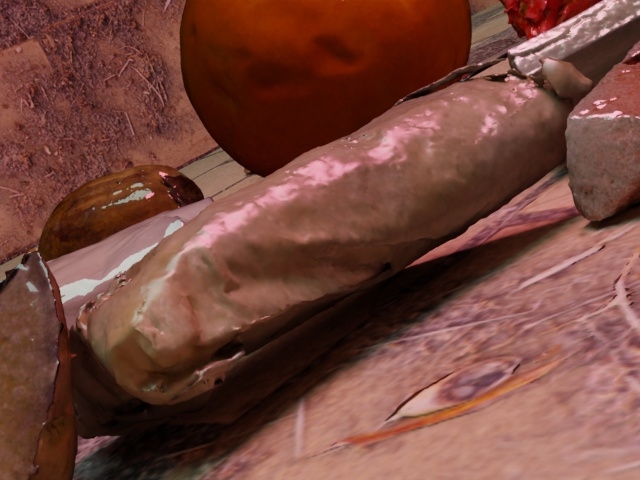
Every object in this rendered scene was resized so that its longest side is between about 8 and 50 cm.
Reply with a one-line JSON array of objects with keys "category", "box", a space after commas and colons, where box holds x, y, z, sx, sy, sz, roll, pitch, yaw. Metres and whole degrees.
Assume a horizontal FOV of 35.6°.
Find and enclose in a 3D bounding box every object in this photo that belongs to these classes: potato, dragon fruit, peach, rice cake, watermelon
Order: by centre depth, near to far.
[{"category": "potato", "box": [-0.158, 0.106, 0.518, 0.100, 0.089, 0.172, 27, 73, 29]}, {"category": "watermelon", "box": [0.243, -0.091, 0.597, 0.241, 0.094, 0.154, -31, 22, -21]}, {"category": "rice cake", "box": [0.252, -0.154, 0.745, 0.237, 0.043, 0.127, -32, -34, 4]}, {"category": "peach", "box": [0.007, -0.225, 1.171, 0.343, 0.343, 0.302, -32, -32, -29]}, {"category": "dragon fruit", "box": [0.335, -0.312, 1.425, 0.153, 0.111, 0.153, 3, -16, 1]}]

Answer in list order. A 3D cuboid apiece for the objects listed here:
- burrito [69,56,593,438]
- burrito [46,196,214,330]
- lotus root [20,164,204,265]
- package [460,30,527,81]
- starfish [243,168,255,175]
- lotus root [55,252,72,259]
[{"category": "burrito", "box": [-0.004, 0.001, 0.610, 0.347, 0.107, 0.175, -34, 6, -22]}, {"category": "burrito", "box": [-0.255, 0.093, 0.778, 0.445, 0.101, 0.139, -29, 24, -16]}, {"category": "lotus root", "box": [-0.256, -0.007, 1.205, 0.260, 0.128, 0.145, -23, 20, 20]}, {"category": "package", "box": [0.287, -0.323, 1.712, 0.239, 0.030, 0.154, -30, 12, -21]}, {"category": "starfish", "box": [-0.053, -0.193, 1.692, 0.231, 0.048, 0.295, -64, 14, -21]}, {"category": "lotus root", "box": [-0.254, 0.056, 1.013, 0.179, 0.080, 0.089, -15, 14, 43]}]
